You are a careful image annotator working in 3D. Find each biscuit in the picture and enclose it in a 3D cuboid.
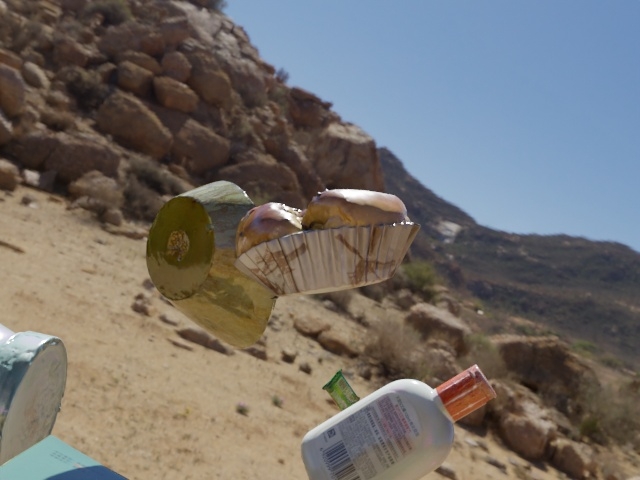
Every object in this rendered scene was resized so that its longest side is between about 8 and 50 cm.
[{"bbox_3d":[0.035,0.248,1.123,0.016,0.046,0.089,12,-38,48],"label":"biscuit"}]

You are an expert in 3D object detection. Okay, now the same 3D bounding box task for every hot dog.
[{"bbox_3d":[0.000,0.000,0.544,0.131,0.069,0.252,-8,1,-2],"label":"hot dog"}]

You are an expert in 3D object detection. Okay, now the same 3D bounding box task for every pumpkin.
[{"bbox_3d":[-0.149,0.030,0.872,0.110,0.217,0.217,1,11,-34],"label":"pumpkin"}]

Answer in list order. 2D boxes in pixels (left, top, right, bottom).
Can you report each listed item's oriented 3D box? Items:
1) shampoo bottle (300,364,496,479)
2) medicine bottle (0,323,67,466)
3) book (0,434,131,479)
[{"bbox_3d":[0.087,0.209,0.756,0.051,0.221,0.108,50,10,-52],"label":"shampoo bottle"},{"bbox_3d":[-0.501,0.191,0.884,0.290,0.245,0.245,13,-1,-2],"label":"medicine bottle"},{"bbox_3d":[-0.199,0.282,0.574,0.264,0.031,0.379,30,1,4],"label":"book"}]
